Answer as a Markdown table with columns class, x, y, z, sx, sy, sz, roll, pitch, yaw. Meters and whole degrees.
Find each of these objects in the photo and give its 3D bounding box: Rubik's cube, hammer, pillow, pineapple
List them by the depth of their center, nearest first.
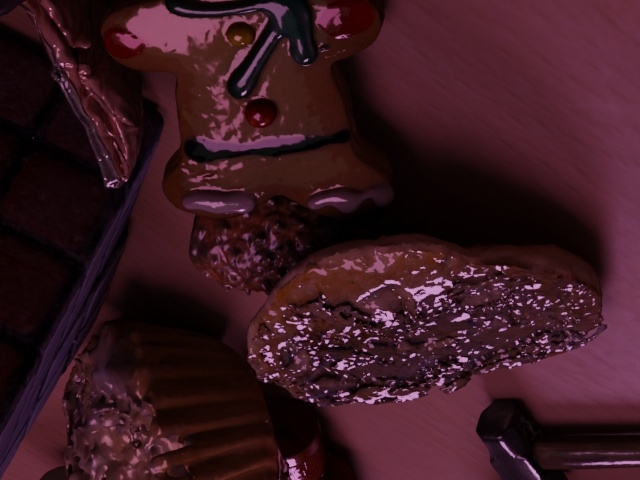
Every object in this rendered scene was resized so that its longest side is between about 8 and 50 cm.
| class | x | y | z | sx | sy | sz | roll | pitch | yaw |
| --- | --- | --- | --- | --- | --- | --- | --- | --- | --- |
| pillow | -0.179 | -0.156 | 1.131 | 0.043 | 0.126 | 0.232 | -17 | 130 | 10 |
| pineapple | 0.000 | 0.000 | 1.234 | 0.198 | 0.108 | 0.108 | 9 | 141 | 9 |
| Rubik's cube | -0.366 | 0.031 | 1.280 | 0.344 | 0.343 | 0.337 | 27 | 144 | -2 |
| hammer | 0.311 | 0.177 | 1.313 | 0.365 | 0.043 | 0.111 | -7 | 132 | 34 |

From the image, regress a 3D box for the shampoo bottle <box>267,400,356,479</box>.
| class | x | y | z | sx | sy | sz | roll | pitch | yaw |
| --- | --- | --- | --- | --- | --- | --- | --- | --- | --- |
| shampoo bottle | -0.006 | 0.285 | 1.599 | 0.118 | 0.076 | 0.314 | 15 | 143 | 26 |

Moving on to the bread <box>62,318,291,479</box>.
| class | x | y | z | sx | sy | sz | roll | pitch | yaw |
| --- | --- | --- | --- | --- | --- | --- | --- | --- | --- |
| bread | -0.148 | 0.198 | 1.480 | 0.149 | 0.274 | 0.274 | -7 | 155 | -28 |

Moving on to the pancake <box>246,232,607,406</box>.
| class | x | y | z | sx | sy | sz | roll | pitch | yaw |
| --- | --- | --- | --- | --- | --- | --- | --- | --- | --- |
| pancake | 0.079 | 0.065 | 1.219 | 0.282 | 0.049 | 0.282 | -4 | 154 | -2 |

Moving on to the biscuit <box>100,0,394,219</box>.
| class | x | y | z | sx | sy | sz | roll | pitch | yaw |
| --- | --- | --- | --- | --- | --- | --- | --- | --- | --- |
| biscuit | -0.052 | -0.132 | 1.091 | 0.197 | 0.049 | 0.301 | -5 | 126 | 4 |

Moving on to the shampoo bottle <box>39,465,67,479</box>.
| class | x | y | z | sx | sy | sz | roll | pitch | yaw |
| --- | --- | --- | --- | --- | --- | --- | --- | --- | --- |
| shampoo bottle | -0.196 | 0.295 | 1.715 | 0.234 | 0.087 | 0.118 | -8 | 129 | 37 |

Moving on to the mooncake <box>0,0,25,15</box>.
| class | x | y | z | sx | sy | sz | roll | pitch | yaw |
| --- | --- | --- | --- | --- | --- | --- | --- | --- | --- |
| mooncake | -0.324 | -0.226 | 0.930 | 0.351 | 0.381 | 0.212 | -20 | 140 | -3 |
